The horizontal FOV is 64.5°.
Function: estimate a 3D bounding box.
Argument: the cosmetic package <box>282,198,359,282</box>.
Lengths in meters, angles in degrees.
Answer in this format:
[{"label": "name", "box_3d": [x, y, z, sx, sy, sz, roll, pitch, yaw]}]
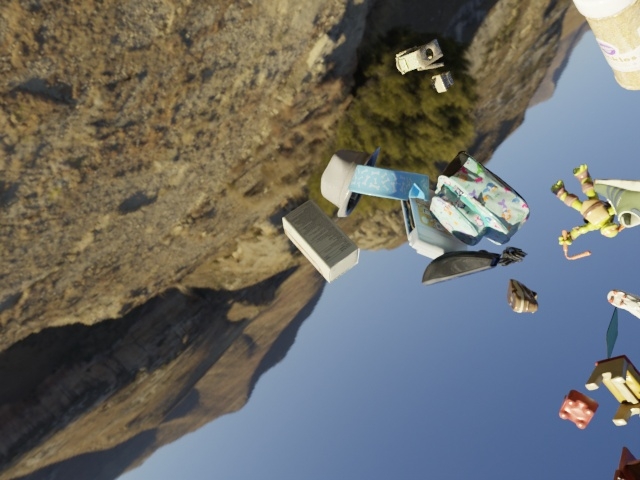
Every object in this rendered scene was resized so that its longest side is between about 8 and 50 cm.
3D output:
[{"label": "cosmetic package", "box_3d": [0.000, 0.000, 1.980, 0.153, 0.296, 0.129, -34, 154, -16]}]

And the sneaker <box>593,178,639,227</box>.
[{"label": "sneaker", "box_3d": [0.558, -0.068, 0.929, 0.192, 0.064, 0.086, -92, -175, -81]}]

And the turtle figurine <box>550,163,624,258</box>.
[{"label": "turtle figurine", "box_3d": [0.718, -0.092, 1.316, 0.087, 0.217, 0.269, 8, 138, -36]}]

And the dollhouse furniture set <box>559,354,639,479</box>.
[{"label": "dollhouse furniture set", "box_3d": [0.650, 0.401, 1.034, 0.152, 0.374, 0.201, -35, 177, -42]}]

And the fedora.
[{"label": "fedora", "box_3d": [0.083, -0.209, 1.652, 0.243, 0.124, 0.275, -57, 170, -27]}]

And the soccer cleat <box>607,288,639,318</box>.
[{"label": "soccer cleat", "box_3d": [0.924, 0.196, 1.446, 0.076, 0.196, 0.068, 1, 116, -41]}]

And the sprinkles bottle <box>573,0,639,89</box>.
[{"label": "sprinkles bottle", "box_3d": [0.651, -0.456, 1.082, 0.121, 0.121, 0.355, -42, 140, 25]}]

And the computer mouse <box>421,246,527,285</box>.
[{"label": "computer mouse", "box_3d": [0.397, 0.055, 1.353, 0.272, 0.072, 0.188, -16, 170, 12]}]

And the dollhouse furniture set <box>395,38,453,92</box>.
[{"label": "dollhouse furniture set", "box_3d": [0.323, -0.554, 1.690, 0.101, 0.160, 0.182, -36, -159, -19]}]

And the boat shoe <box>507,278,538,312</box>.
[{"label": "boat shoe", "box_3d": [0.769, 0.216, 1.923, 0.257, 0.095, 0.095, -48, 143, -69]}]

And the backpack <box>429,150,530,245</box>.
[{"label": "backpack", "box_3d": [0.432, -0.094, 1.393, 0.191, 0.254, 0.225, -52, 167, -5]}]

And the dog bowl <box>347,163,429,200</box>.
[{"label": "dog bowl", "box_3d": [0.195, -0.158, 1.384, 0.297, 0.166, 0.074, -4, 105, -56]}]

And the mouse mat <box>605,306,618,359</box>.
[{"label": "mouse mat", "box_3d": [1.108, 0.355, 1.925, 0.007, 0.189, 0.152, 10, -130, 40]}]

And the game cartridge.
[{"label": "game cartridge", "box_3d": [0.346, -0.057, 1.546, 0.297, 0.198, 0.062, -91, -156, -46]}]
